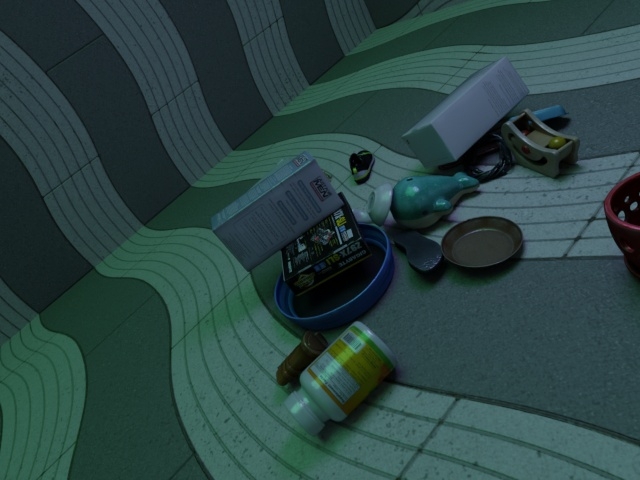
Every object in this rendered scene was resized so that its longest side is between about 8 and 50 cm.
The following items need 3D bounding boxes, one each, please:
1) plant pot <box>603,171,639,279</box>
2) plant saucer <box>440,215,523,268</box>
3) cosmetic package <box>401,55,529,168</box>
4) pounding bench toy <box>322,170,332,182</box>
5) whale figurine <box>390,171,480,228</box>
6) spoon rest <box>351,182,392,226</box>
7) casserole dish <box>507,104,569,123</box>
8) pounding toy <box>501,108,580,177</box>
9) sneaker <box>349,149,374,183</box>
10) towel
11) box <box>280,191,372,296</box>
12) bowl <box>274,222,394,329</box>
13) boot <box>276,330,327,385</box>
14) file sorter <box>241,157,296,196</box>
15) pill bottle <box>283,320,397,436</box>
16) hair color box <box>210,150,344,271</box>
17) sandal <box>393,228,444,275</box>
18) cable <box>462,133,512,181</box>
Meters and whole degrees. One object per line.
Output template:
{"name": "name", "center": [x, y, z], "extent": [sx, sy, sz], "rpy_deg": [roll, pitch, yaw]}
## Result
{"name": "plant pot", "center": [0.649, -0.021, 0.815], "extent": [0.191, 0.174, 0.191], "rpy_deg": [-25, 32, 17]}
{"name": "plant saucer", "center": [0.411, 0.011, 1.125], "extent": [0.199, 0.036, 0.198], "rpy_deg": [-17, 35, 12]}
{"name": "cosmetic package", "center": [0.474, -0.418, 1.458], "extent": [0.365, 0.155, 0.197], "rpy_deg": [-43, 13, -10]}
{"name": "pounding bench toy", "center": [0.009, -0.279, 1.924], "extent": [0.052, 0.065, 0.083], "rpy_deg": [4, 47, 48]}
{"name": "whale figurine", "center": [0.337, -0.150, 1.338], "extent": [0.272, 0.141, 0.216], "rpy_deg": [-26, 27, 2]}
{"name": "spoon rest", "center": [0.176, -0.101, 1.414], "extent": [0.276, 0.084, 0.137], "rpy_deg": [154, 127, -73]}
{"name": "casserole dish", "center": [0.675, -0.389, 1.388], "extent": [0.189, 0.036, 0.114], "rpy_deg": [-11, 9, 20]}
{"name": "pounding toy", "center": [0.633, -0.305, 1.254], "extent": [0.155, 0.154, 0.269], "rpy_deg": [-35, 30, 0]}
{"name": "sneaker", "center": [0.166, -0.330, 1.809], "extent": [0.084, 0.097, 0.234], "rpy_deg": [-21, 33, 22]}
{"name": "towel", "center": [0.534, -0.381, 1.582], "extent": [0.237, 0.037, 0.328], "rpy_deg": [-19, 33, 26]}
{"name": "box", "center": [0.000, 0.000, 1.376], "extent": [0.257, 0.079, 0.322], "rpy_deg": [-29, 30, 8]}
{"name": "bowl", "center": [0.044, 0.105, 1.335], "extent": [0.392, 0.077, 0.391], "rpy_deg": [-25, 31, 17]}
{"name": "boot", "center": [-0.054, 0.302, 1.095], "extent": [0.152, 0.073, 0.197], "rpy_deg": [-43, -13, -1]}
{"name": "file sorter", "center": [-0.157, -0.200, 1.870], "extent": [0.277, 0.173, 0.193], "rpy_deg": [-47, 31, -21]}
{"name": "pill bottle", "center": [0.041, 0.311, 0.985], "extent": [0.246, 0.136, 0.136], "rpy_deg": [-42, 31, -11]}
{"name": "hair color box", "center": [-0.137, -0.092, 1.383], "extent": [0.375, 0.185, 0.113], "rpy_deg": [-35, 29, 1]}
{"name": "sandal", "center": [0.281, 0.034, 1.238], "extent": [0.097, 0.054, 0.254], "rpy_deg": [-25, 21, 4]}
{"name": "cable", "center": [0.524, -0.262, 1.393], "extent": [0.151, 0.047, 0.184], "rpy_deg": [-28, 46, 34]}
